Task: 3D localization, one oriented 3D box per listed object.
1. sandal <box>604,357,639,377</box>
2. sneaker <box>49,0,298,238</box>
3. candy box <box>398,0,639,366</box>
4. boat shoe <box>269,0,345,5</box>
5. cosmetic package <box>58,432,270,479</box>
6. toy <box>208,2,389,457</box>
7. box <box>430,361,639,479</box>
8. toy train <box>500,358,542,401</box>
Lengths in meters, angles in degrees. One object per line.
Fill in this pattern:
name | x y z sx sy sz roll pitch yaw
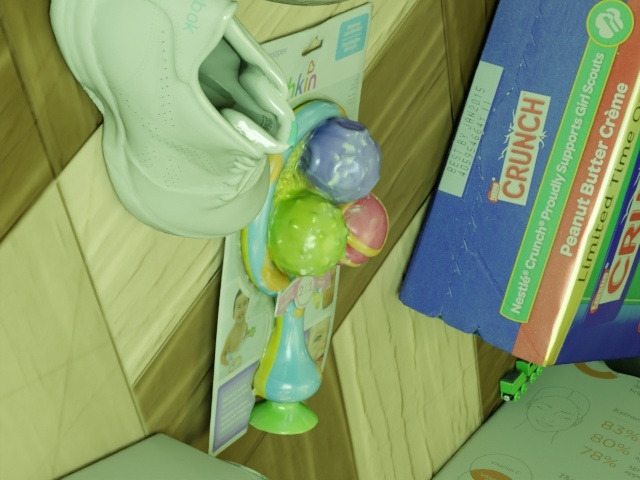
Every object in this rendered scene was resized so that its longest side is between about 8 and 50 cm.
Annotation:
sandal | 0.328 -0.101 1.546 0.167 0.107 0.445 8 92 -64
sneaker | -0.047 -0.052 0.846 0.080 0.094 0.212 -62 156 -18
candy box | 0.199 -0.057 1.334 0.317 0.122 0.268 5 105 -64
boat shoe | 0.043 -0.266 0.814 0.355 0.132 0.130 -64 152 -25
cosmetic package | -0.100 0.174 0.894 0.231 0.117 0.085 -16 124 -60
toy | 0.000 0.000 1.037 0.137 0.056 0.237 -31 137 -57
box | 0.222 0.240 1.517 0.345 0.215 0.168 -38 142 -49
toy train | 0.170 0.103 1.537 0.083 0.017 0.023 -43 135 -46
